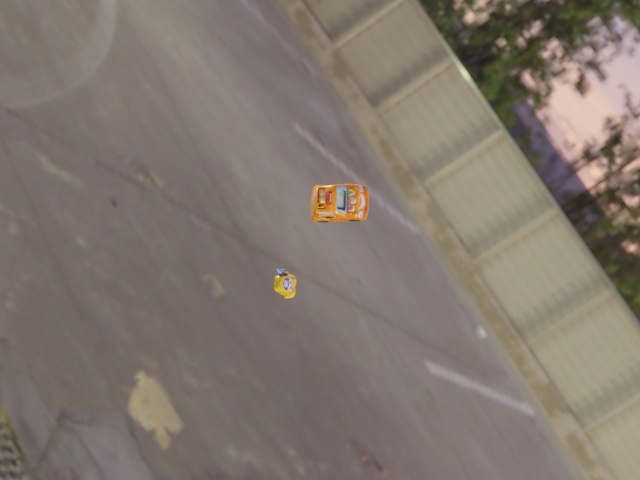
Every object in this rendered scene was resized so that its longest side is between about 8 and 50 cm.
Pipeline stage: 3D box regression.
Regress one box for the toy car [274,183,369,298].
[{"bbox_3d":[0.000,0.000,1.092,0.060,0.122,0.040,18,-2,25],"label":"toy car"}]
